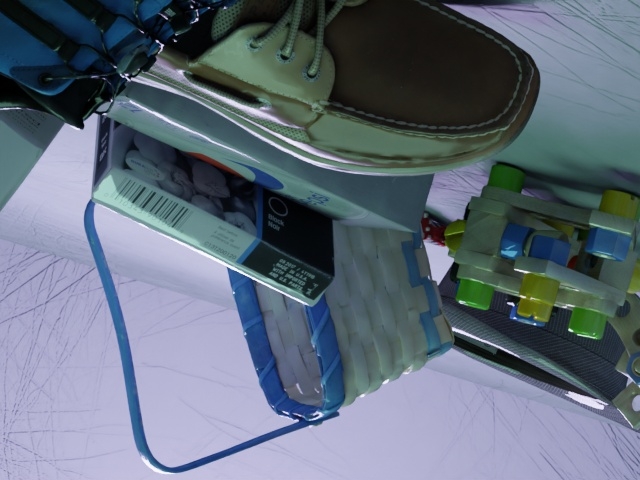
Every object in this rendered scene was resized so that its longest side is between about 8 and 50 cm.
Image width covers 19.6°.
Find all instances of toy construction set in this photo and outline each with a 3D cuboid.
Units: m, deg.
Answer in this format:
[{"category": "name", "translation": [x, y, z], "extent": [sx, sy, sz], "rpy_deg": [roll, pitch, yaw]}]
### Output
[{"category": "toy construction set", "translation": [0.227, 0.039, 1.578], "extent": [0.215, 0.151, 0.328], "rpy_deg": [10, 158, 37]}]

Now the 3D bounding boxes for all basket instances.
[{"category": "basket", "translation": [-0.046, 0.055, 1.629], "extent": [0.289, 0.254, 0.201], "rpy_deg": [-11, 178, -24]}]

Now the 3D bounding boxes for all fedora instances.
[{"category": "fedora", "translation": [0.223, 0.077, 1.829], "extent": [0.275, 0.124, 0.244], "rpy_deg": [22, 173, 33]}]

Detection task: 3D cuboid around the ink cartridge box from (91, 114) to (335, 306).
[{"category": "ink cartridge box", "translation": [-0.083, -0.069, 1.467], "extent": [0.206, 0.208, 0.045], "rpy_deg": [26, 125, -25]}]

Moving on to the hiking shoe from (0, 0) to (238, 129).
[{"category": "hiking shoe", "translation": [-0.112, -0.123, 1.010], "extent": [0.304, 0.132, 0.113], "rpy_deg": [-12, 162, 20]}]

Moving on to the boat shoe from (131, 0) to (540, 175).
[{"category": "boat shoe", "translation": [-0.029, -0.124, 1.108], "extent": [0.324, 0.123, 0.116], "rpy_deg": [14, 169, 9]}]

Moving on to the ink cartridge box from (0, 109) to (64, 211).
[{"category": "ink cartridge box", "translation": [-0.309, -0.073, 1.295], "extent": [0.198, 0.197, 0.270], "rpy_deg": [38, -170, -10]}]

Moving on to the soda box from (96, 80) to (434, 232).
[{"category": "soda box", "translation": [-0.041, -0.097, 1.366], "extent": [0.286, 0.098, 0.091], "rpy_deg": [23, 170, -37]}]

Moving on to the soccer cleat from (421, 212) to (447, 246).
[{"category": "soccer cleat", "translation": [0.100, -0.012, 1.842], "extent": [0.036, 0.029, 0.083], "rpy_deg": [5, 170, 39]}]
